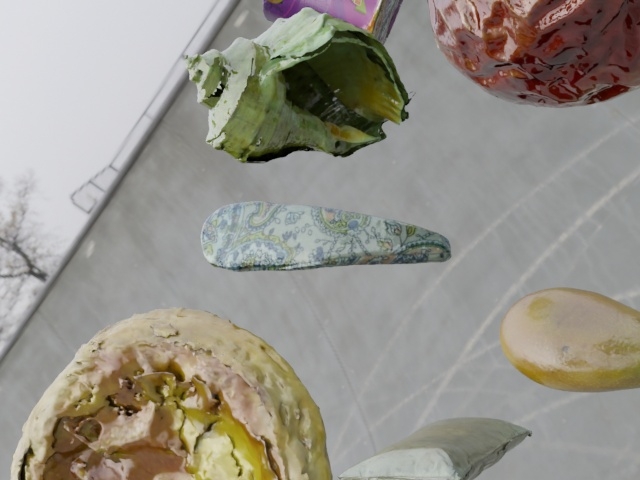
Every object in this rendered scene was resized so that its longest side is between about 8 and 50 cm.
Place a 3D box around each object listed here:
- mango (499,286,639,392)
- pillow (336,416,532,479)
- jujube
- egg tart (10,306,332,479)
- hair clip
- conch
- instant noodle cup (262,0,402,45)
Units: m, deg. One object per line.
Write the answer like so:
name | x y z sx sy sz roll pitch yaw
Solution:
mango | 0.308 0.118 0.886 0.136 0.099 0.227 -42 29 -28
pillow | 0.175 0.307 1.093 0.185 0.075 0.302 -13 -8 32
jujube | 0.189 -0.202 0.536 0.197 0.197 0.290 -58 12 -17
egg tart | -0.112 0.198 0.618 0.290 0.290 0.115 -53 -16 10
hair clip | -0.001 -0.001 0.664 0.036 0.229 0.066 66 -151 -65
conch | -0.008 -0.071 0.364 0.089 0.121 0.074 -25 58 55
instant noodle cup | 0.029 -0.413 1.210 0.251 0.190 0.251 22 -90 -85
